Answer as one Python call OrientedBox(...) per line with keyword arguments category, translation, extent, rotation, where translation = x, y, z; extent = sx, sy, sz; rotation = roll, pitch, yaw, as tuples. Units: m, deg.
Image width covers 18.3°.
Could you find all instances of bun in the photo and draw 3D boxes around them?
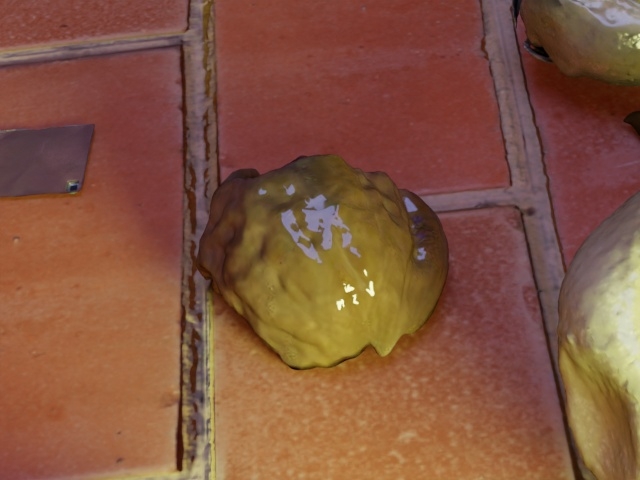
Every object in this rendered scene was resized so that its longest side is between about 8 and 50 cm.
OrientedBox(category="bun", translation=(0.316, -0.243, 2.063), extent=(0.239, 0.141, 0.239), rotation=(0, 44, 0))
OrientedBox(category="bun", translation=(0.361, 0.109, 1.578), extent=(0.352, 0.227, 0.349), rotation=(3, 65, 4))

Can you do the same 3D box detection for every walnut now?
OrientedBox(category="walnut", translation=(-0.006, 0.008, 1.832), extent=(0.238, 0.141, 0.204), rotation=(2, 46, 15))

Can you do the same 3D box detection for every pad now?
OrientedBox(category="pad", translation=(-0.333, -0.079, 2.083), extent=(0.188, 0.006, 0.113), rotation=(-4, 42, 7))

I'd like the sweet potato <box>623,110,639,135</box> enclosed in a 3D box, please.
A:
OrientedBox(category="sweet potato", translation=(0.394, -0.081, 1.931), extent=(0.069, 0.059, 0.249), rotation=(-37, 43, -13))
